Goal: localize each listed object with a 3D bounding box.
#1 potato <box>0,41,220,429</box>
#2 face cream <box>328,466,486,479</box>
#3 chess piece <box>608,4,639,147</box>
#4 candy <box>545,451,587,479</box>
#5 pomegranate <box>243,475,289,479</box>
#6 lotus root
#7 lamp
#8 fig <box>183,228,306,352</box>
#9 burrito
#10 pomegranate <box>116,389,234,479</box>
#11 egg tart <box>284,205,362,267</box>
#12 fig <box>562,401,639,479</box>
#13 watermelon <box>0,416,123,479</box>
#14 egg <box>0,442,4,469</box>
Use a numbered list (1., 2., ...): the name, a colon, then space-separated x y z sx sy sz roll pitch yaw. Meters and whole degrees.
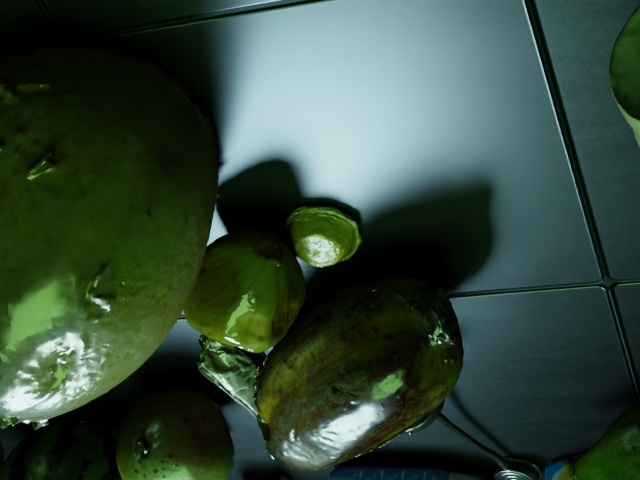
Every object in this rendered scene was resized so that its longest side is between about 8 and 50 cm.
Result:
1. potato: -0.328 0.018 1.411 0.385 0.319 0.442 26 129 -16
2. face cream: 0.148 0.404 1.989 0.264 0.083 0.149 -1 143 15
3. chess piece: 0.457 -0.060 1.243 0.234 0.234 0.442 -12 141 27
4. candy: 0.486 0.421 1.913 0.157 0.100 0.306 -25 128 38
5. pomegranate: -0.045 0.545 2.093 0.242 0.242 0.306 -6 134 21
6. lotus root: 0.043 0.169 1.627 0.397 0.179 0.196 -39 78 43
7. lamp: 0.194 0.298 1.825 0.130 0.108 0.371 -8 139 29
8. fig: -0.090 0.056 1.561 0.154 0.144 0.166 -6 143 -16
9. burrito: -0.105 0.209 1.828 0.058 0.063 0.229 16 154 43
10. pomegranate: -0.202 0.310 1.909 0.180 0.180 0.209 -9 165 24
11. egg tart: 0.000 0.000 1.559 0.105 0.039 0.105 8 141 7
12. fig: 0.447 0.306 1.707 0.245 0.195 0.195 -22 132 23
13. watermelon: -0.373 0.423 1.999 0.285 0.285 0.285 7 142 6
14. egg: -0.614 0.327 1.993 0.245 0.203 0.203 22 141 -19
